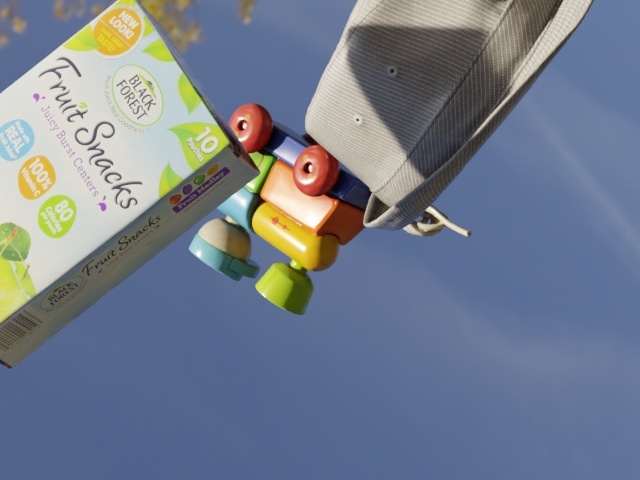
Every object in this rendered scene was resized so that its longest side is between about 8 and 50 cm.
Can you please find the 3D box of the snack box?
[{"bbox_3d":[-0.110,-0.027,0.814,0.100,0.141,0.037,56,-174,30],"label":"snack box"}]

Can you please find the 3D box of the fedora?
[{"bbox_3d":[0.080,-0.140,1.365,0.124,0.275,0.244,34,-140,-7],"label":"fedora"}]

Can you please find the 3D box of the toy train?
[{"bbox_3d":[0.000,0.000,1.525,0.248,0.143,0.105,35,-171,40],"label":"toy train"}]
